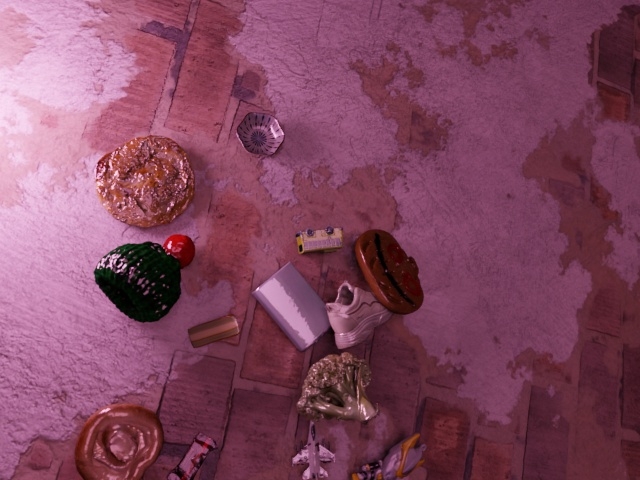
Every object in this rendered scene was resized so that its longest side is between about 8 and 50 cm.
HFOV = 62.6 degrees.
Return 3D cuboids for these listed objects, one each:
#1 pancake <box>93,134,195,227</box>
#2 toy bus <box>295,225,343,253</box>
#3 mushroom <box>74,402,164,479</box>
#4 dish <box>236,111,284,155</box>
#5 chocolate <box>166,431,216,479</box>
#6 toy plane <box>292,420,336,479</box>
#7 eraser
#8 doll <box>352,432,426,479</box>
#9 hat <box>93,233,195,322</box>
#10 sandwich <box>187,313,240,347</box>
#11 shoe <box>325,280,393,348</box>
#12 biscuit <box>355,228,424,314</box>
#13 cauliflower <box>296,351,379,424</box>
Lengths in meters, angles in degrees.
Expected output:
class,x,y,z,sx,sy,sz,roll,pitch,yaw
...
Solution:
class,x,y,z,sx,sy,sz,roll,pitch,yaw
pancake,-0.624,-0.209,1.890,0.357,0.065,0.355,4,76,-17
toy bus,0.000,0.000,2.048,0.175,0.088,0.101,-6,83,-17
mushroom,-0.634,0.653,1.670,0.279,0.146,0.278,3,83,-28
dish,-0.238,-0.405,2.059,0.191,0.066,0.190,4,75,-17
chocolate,-0.432,0.745,1.781,0.086,0.028,0.182,39,71,-5
toy plane,-0.026,0.753,1.900,0.160,0.082,0.233,-1,65,-9
eraser,-0.094,0.245,1.956,0.189,0.104,0.290,-40,93,-24
doll,0.263,0.836,1.963,0.317,0.103,0.145,-20,90,-16
hat,-0.568,0.094,1.790,0.332,0.242,0.274,-52,122,-43
sandwich,-0.373,0.317,1.841,0.163,0.113,0.079,-16,85,-20
shoe,0.152,0.235,1.980,0.342,0.132,0.210,-35,107,-37
biscuit,0.288,0.114,2.066,0.314,0.063,0.367,-7,64,-44
cauliflower,0.070,0.553,1.877,0.327,0.260,0.281,-21,63,-21
